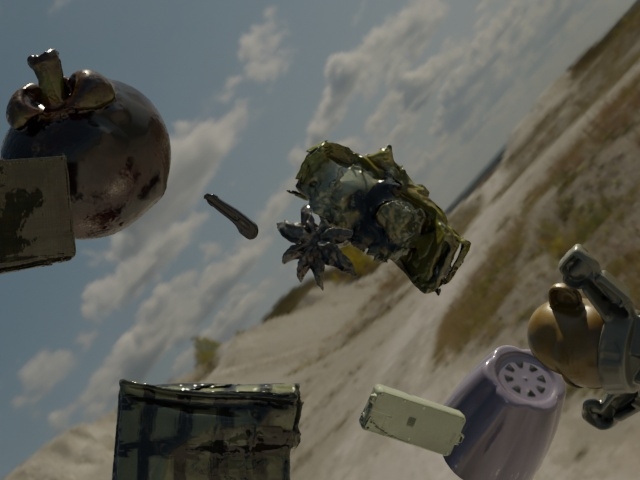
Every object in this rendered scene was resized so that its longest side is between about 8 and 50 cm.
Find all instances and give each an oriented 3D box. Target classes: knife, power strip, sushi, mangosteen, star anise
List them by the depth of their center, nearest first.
[{"bbox_3d":[0.089,-0.049,1.418,0.131,0.291,0.139,-12,-43,-55],"label":"sushi"},{"bbox_3d":[0.158,0.310,1.652,0.081,0.192,0.035,-67,17,8],"label":"power strip"},{"bbox_3d":[-0.397,-0.153,1.652,0.297,0.297,0.293,-44,-9,-44],"label":"mangosteen"},{"bbox_3d":[-0.161,-0.045,1.740,0.031,0.121,0.018,-50,8,14],"label":"knife"},{"bbox_3d":[0.000,0.000,1.845,0.181,0.204,0.061,-38,-31,5],"label":"star anise"}]

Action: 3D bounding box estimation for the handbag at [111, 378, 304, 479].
[{"bbox_3d":[-0.199,0.407,1.669,0.162,0.327,0.325,74,-163,-75],"label":"handbag"}]

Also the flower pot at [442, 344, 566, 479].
[{"bbox_3d":[0.400,0.364,2.085,0.265,0.265,0.243,-43,-22,-48],"label":"flower pot"}]

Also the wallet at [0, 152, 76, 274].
[{"bbox_3d":[-0.465,-0.031,1.334,0.044,0.168,0.317,-4,6,30],"label":"wallet"}]

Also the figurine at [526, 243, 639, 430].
[{"bbox_3d":[0.477,0.169,1.583,0.285,0.342,0.167,3,9,37],"label":"figurine"}]
